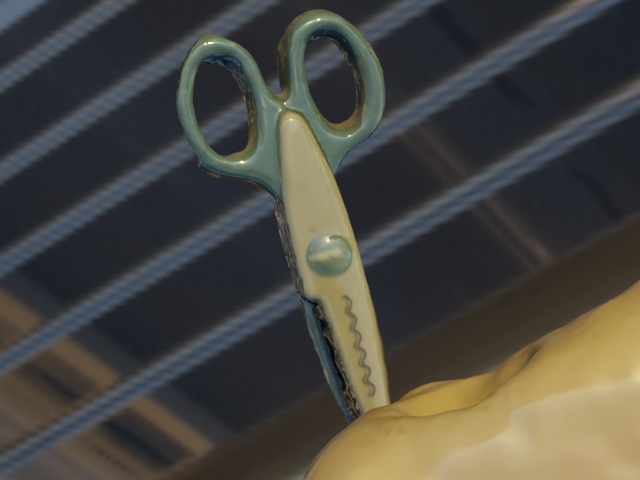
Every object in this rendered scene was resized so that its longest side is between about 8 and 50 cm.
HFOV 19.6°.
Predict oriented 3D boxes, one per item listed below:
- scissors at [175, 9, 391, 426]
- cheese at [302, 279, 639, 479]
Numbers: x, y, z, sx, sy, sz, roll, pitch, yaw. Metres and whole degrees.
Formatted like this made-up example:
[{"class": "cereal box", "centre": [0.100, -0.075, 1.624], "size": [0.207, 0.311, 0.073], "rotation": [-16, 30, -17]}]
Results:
[{"class": "scissors", "centre": [0.000, 0.000, 1.177], "size": [0.138, 0.041, 0.289], "rotation": [-16, 93, -19]}, {"class": "cheese", "centre": [0.177, 0.078, 0.742], "size": [0.328, 0.129, 0.351], "rotation": [-24, 167, 8]}]
